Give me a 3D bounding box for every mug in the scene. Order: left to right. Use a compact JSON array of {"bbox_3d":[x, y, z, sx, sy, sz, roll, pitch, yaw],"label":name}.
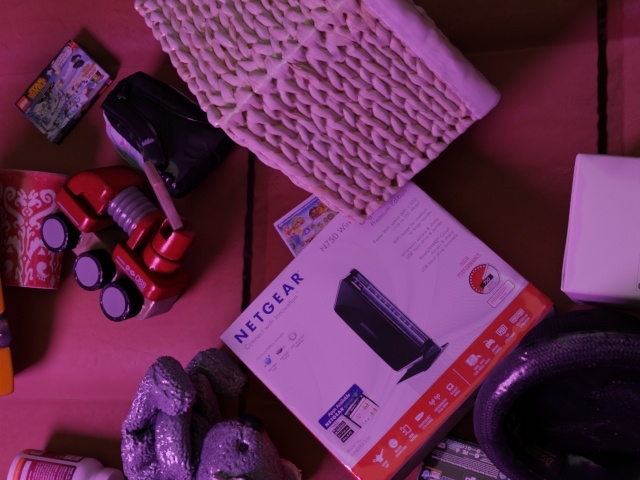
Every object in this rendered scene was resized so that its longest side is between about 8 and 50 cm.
[{"bbox_3d":[-0.438,-0.015,1.830,0.150,0.113,0.169,-1,85,52],"label":"mug"}]

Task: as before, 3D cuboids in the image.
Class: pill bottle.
[{"bbox_3d":[-0.362,0.349,1.747,0.152,0.086,0.086,5,83,18],"label":"pill bottle"}]

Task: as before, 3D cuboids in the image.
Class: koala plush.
[{"bbox_3d":[-0.139,0.285,1.645,0.221,0.196,0.203,31,103,19],"label":"koala plush"}]

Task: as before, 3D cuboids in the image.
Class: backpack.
[{"bbox_3d":[-0.233,-0.153,1.763,0.182,0.115,0.152,37,62,16],"label":"backpack"}]

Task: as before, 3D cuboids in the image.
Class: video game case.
[{"bbox_3d":[0.000,0.000,1.729,0.087,0.011,0.122,-36,73,10],"label":"video game case"}]

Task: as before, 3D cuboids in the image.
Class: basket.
[{"bbox_3d":[-0.005,-0.250,1.570,0.266,0.331,0.328,-45,49,12],"label":"basket"}]

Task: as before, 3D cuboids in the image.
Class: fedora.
[{"bbox_3d":[0.353,0.182,1.489,0.334,0.334,0.152,-12,37,15],"label":"fedora"}]

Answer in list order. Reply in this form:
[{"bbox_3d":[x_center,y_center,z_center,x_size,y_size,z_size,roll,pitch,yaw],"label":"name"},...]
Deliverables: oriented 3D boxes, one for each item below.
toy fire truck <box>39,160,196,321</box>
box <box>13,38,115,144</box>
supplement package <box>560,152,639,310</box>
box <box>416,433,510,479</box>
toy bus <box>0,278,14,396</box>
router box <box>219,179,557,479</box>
[{"bbox_3d":[-0.262,-0.036,1.694,0.217,0.158,0.246,46,120,18],"label":"toy fire truck"},{"bbox_3d":[-0.393,-0.228,1.878,0.094,0.027,0.137,44,95,17],"label":"box"},{"bbox_3d":[0.458,0.004,1.498,0.293,0.177,0.175,6,84,18],"label":"supplement package"},{"bbox_3d":[0.209,0.362,1.590,0.191,0.045,0.184,15,87,18],"label":"box"},{"bbox_3d":[-0.518,0.067,1.756,0.108,0.130,0.332,-10,100,-24],"label":"toy bus"},{"bbox_3d":[0.087,0.117,1.618,0.301,0.082,0.335,42,88,21],"label":"router box"}]
